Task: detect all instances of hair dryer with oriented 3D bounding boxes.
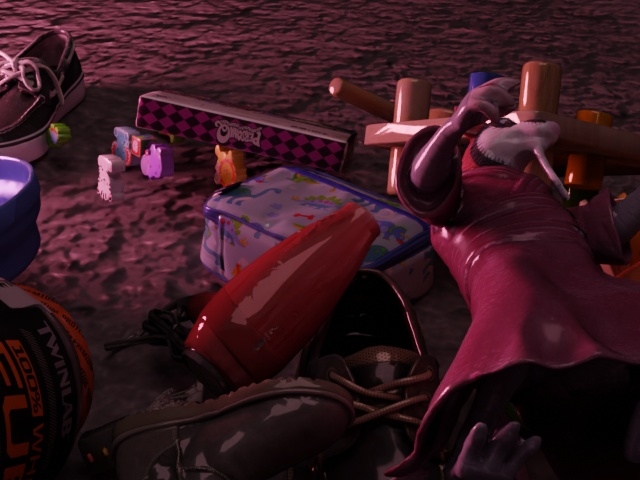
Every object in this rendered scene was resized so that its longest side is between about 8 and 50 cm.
[{"bbox_3d":[-0.081,0.054,1.012,0.294,0.080,0.223,-28,27,16],"label":"hair dryer"}]

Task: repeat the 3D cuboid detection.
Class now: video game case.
[{"bbox_3d":[-0.077,-0.129,1.410,0.232,0.041,0.210,13,9,2],"label":"video game case"}]

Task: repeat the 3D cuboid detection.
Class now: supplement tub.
[{"bbox_3d":[-0.288,0.123,0.828,0.194,0.193,0.316,8,9,13],"label":"supplement tub"}]

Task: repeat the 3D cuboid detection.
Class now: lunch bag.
[{"bbox_3d":[0.000,0.000,1.237,0.219,0.090,0.176,24,32,34],"label":"lunch bag"}]

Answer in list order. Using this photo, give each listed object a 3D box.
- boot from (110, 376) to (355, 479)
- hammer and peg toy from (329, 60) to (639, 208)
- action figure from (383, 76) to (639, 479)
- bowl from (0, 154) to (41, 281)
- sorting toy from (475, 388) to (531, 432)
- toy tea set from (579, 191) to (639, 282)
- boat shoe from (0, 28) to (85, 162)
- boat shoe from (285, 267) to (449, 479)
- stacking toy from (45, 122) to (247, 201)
[{"bbox_3d":[-0.056,0.200,0.793,0.190,0.076,0.208,-16,43,6],"label":"boot"},{"bbox_3d":[0.179,-0.093,1.278,0.266,0.127,0.361,8,-3,-36],"label":"hammer and peg toy"},{"bbox_3d":[0.157,0.034,0.887,0.248,0.275,0.370,17,29,-21],"label":"action figure"},{"bbox_3d":[-0.442,0.018,1.110,0.391,0.077,0.391,-11,19,4],"label":"bowl"},{"bbox_3d":[0.173,0.134,1.056,0.061,0.042,0.102,-29,51,-19],"label":"sorting toy"},{"bbox_3d":[0.319,0.042,1.047,0.124,0.200,0.336,-26,22,12],"label":"toy tea set"},{"bbox_3d":[-0.374,-0.187,1.543,0.113,0.104,0.306,8,29,12],"label":"boat shoe"},{"bbox_3d":[0.031,0.139,0.937,0.132,0.130,0.355,-2,29,-6],"label":"boat shoe"},{"bbox_3d":[-0.211,-0.100,1.448,0.167,0.052,0.221,-7,22,-32],"label":"stacking toy"}]
